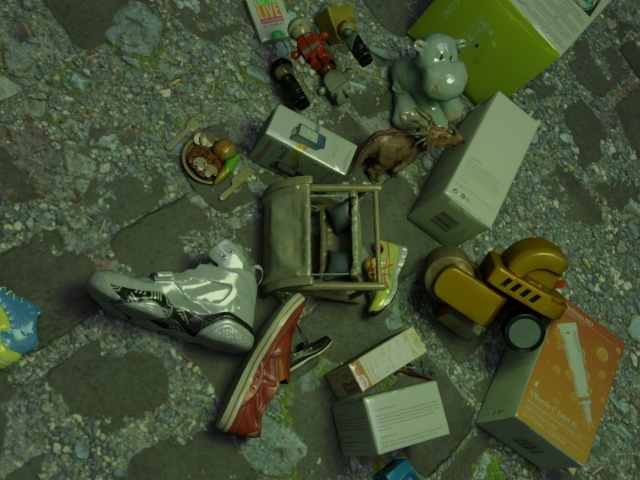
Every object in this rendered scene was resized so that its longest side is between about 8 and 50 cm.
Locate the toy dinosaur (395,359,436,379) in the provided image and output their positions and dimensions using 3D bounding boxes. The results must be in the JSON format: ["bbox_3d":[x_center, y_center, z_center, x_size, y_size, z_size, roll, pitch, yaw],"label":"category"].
[{"bbox_3d":[0.234,0.311,1.709,0.090,0.047,0.082,-42,101,4],"label":"toy dinosaur"}]

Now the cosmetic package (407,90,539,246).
[{"bbox_3d":[0.394,-0.181,1.848,0.155,0.197,0.366,36,64,-8],"label":"cosmetic package"}]

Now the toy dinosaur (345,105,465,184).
[{"bbox_3d":[0.187,-0.239,1.776,0.295,0.200,0.127,-18,80,-26],"label":"toy dinosaur"}]

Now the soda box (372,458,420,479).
[{"bbox_3d":[0.207,0.586,1.570,0.067,0.071,0.210,-31,86,-28],"label":"soda box"}]

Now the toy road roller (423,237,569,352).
[{"bbox_3d":[0.428,0.081,1.690,0.329,0.202,0.241,30,104,-1],"label":"toy road roller"}]

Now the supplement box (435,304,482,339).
[{"bbox_3d":[0.343,0.199,1.768,0.098,0.062,0.036,36,61,-8],"label":"supplement box"}]

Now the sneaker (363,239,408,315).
[{"bbox_3d":[0.137,0.086,1.716,0.094,0.081,0.209,28,53,-10],"label":"sneaker"}]

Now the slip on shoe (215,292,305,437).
[{"bbox_3d":[-0.107,0.264,1.523,0.101,0.123,0.331,29,69,-9],"label":"slip on shoe"}]

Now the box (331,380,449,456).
[{"bbox_3d":[0.147,0.386,1.553,0.180,0.182,0.119,-8,77,-25],"label":"box"}]

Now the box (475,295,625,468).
[{"bbox_3d":[0.562,0.346,1.749,0.215,0.168,0.345,35,62,-8],"label":"box"}]

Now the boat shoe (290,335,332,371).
[{"bbox_3d":[-0.032,0.246,1.601,0.133,0.049,0.042,-28,92,-24],"label":"boat shoe"}]

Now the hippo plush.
[{"bbox_3d":[0.307,-0.438,1.875,0.234,0.236,0.294,-7,75,-24],"label":"hippo plush"}]

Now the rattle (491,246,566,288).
[{"bbox_3d":[0.501,0.111,1.809,0.199,0.130,0.143,30,48,14],"label":"rattle"}]

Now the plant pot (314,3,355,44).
[{"bbox_3d":[0.045,-0.567,1.903,0.081,0.081,0.083,-16,91,-27],"label":"plant pot"}]

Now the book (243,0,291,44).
[{"bbox_3d":[-0.136,-0.581,1.858,0.096,0.035,0.144,-18,81,-23],"label":"book"}]

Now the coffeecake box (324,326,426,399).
[{"bbox_3d":[0.121,0.274,1.602,0.185,0.142,0.068,-26,83,-27],"label":"coffeecake box"}]

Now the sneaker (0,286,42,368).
[{"bbox_3d":[-0.620,0.127,1.387,0.126,0.091,0.240,-15,77,-45],"label":"sneaker"}]

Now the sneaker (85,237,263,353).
[{"bbox_3d":[-0.289,0.088,1.503,0.365,0.137,0.210,23,64,-20],"label":"sneaker"}]

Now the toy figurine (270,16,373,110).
[{"bbox_3d":[0.001,-0.442,1.768,0.209,0.213,0.148,-14,62,-30],"label":"toy figurine"}]

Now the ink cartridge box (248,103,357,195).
[{"bbox_3d":[-0.046,-0.209,1.693,0.212,0.154,0.093,29,65,-13],"label":"ink cartridge box"}]

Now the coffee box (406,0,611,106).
[{"bbox_3d":[0.511,-0.620,1.967,0.338,0.337,0.334,46,62,-3],"label":"coffee box"}]

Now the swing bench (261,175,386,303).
[{"bbox_3d":[0.000,0.000,1.635,0.254,0.165,0.254,6,71,-21],"label":"swing bench"}]

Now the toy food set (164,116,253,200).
[{"bbox_3d":[-0.256,-0.195,1.665,0.192,0.038,0.132,42,62,-5],"label":"toy food set"}]
